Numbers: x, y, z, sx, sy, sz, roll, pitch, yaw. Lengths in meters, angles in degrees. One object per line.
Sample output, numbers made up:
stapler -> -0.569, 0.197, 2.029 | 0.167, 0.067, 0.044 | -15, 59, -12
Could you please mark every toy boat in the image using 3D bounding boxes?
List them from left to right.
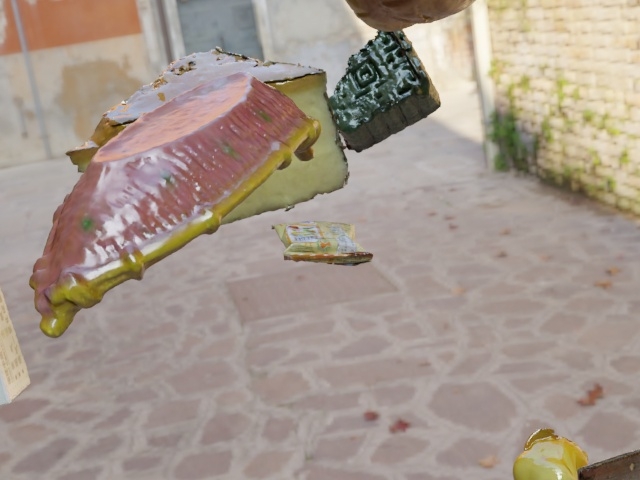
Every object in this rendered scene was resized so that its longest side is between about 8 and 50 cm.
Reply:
toy boat -> -0.091, -0.047, 0.709 | 0.141, 0.099, 0.318 | 4, 27, 31

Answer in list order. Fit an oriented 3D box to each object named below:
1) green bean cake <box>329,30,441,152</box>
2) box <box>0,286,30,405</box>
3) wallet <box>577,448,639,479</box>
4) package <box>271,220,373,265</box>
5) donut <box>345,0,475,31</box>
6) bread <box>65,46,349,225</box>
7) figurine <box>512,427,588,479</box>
green bean cake -> 0.096, -0.291, 1.856 | 0.208, 0.193, 0.107 | -30, -22, 8
box -> -0.497, 0.051, 1.171 | 0.210, 0.330, 0.095 | -14, 7, 3
wallet -> 0.316, 0.315, 1.004 | 0.122, 0.031, 0.232 | -32, 29, 36
package -> 0.000, 0.001, 1.221 | 0.108, 0.031, 0.121 | 2, 19, -11
donut -> 0.158, -0.499, 1.363 | 0.198, 0.449, 0.449 | 30, 34, 28
bread -> -0.143, -0.126, 1.466 | 0.279, 0.248, 0.315 | 8, 42, 32
figurine -> 0.394, 0.463, 1.789 | 0.131, 0.246, 0.156 | 23, -11, 3
